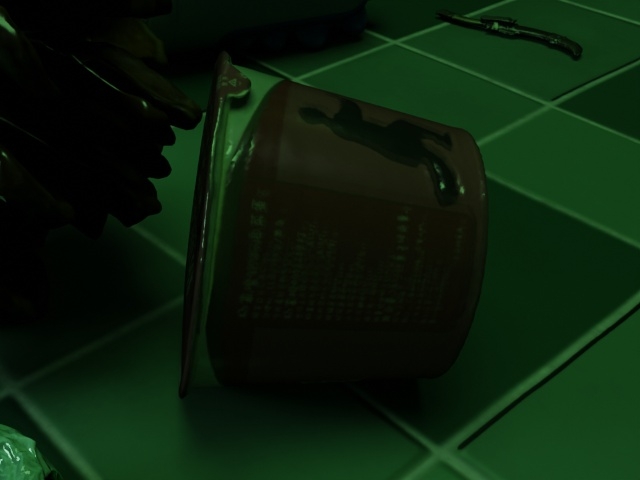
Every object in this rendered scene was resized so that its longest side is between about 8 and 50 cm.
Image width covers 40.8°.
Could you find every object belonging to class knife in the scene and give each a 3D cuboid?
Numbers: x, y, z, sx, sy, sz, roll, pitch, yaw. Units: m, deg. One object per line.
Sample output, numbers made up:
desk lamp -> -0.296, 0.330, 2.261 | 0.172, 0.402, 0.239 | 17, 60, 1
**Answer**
knife -> 0.260, -0.291, 1.177 | 0.222, 0.021, 0.045 | 26, 45, 30

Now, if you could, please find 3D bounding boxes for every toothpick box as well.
toothpick box -> -0.080, -0.363, 1.101 | 0.355, 0.263, 0.263 | -15, 39, -24

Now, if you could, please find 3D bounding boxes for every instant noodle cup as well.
instant noodle cup -> 0.000, 0.000, 0.594 | 0.179, 0.234, 0.234 | 7, 34, -9

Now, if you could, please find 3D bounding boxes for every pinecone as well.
pinecone -> -0.260, -0.116, 0.561 | 0.398, 0.397, 0.397 | 1, 35, -1

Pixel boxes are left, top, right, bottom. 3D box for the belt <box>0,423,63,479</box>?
belt -> -0.223, 0.150, 0.479 | 0.152, 0.079, 0.121 | -6, 36, -11
